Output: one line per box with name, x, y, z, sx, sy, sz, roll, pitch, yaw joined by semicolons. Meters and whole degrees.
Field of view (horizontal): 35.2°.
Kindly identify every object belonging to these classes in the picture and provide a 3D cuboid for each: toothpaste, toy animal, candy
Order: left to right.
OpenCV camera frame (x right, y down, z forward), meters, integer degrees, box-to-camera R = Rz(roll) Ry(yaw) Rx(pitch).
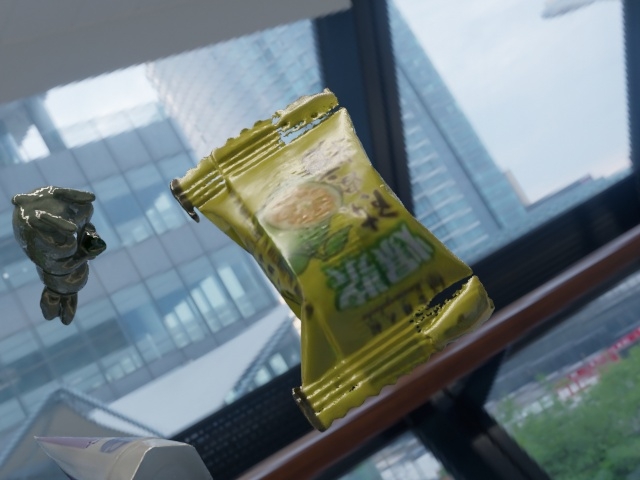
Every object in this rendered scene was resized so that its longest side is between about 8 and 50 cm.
toy animal;-0.384;0.017;1.478;0.236;0.138;0.108;112;176;-53
toothpaste;-0.207;0.237;0.997;0.080;0.125;0.371;-50;13;-27
candy;0.000;0.000;0.874;0.187;0.297;0.081;-33;-30;-5
